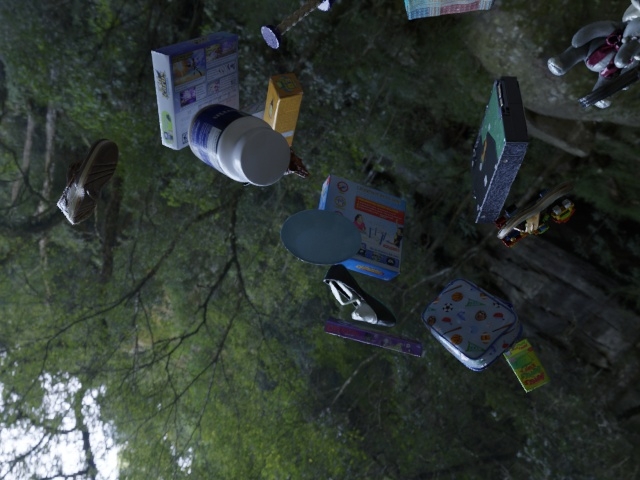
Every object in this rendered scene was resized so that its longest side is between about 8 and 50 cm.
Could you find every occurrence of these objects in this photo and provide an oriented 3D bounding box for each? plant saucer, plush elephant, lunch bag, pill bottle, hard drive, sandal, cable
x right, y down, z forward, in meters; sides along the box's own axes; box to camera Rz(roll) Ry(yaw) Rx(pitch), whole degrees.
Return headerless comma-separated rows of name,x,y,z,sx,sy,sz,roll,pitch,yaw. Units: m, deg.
plant saucer,0.000,0.000,1.142,0.195,0.037,0.194,5,-138,-4
plush elephant,0.992,-0.630,1.562,0.272,0.330,0.255,40,-173,-8
lunch bag,0.507,0.272,1.593,0.303,0.243,0.115,41,172,50
pill bottle,-0.193,-0.224,1.122,0.153,0.153,0.265,-2,-157,-39
hard drive,0.474,-0.233,1.293,0.064,0.338,0.236,2,-123,6
sandal,0.423,-0.049,0.939,0.049,0.180,0.072,51,-139,5
cable,0.696,-0.386,1.023,0.072,0.287,0.139,61,-149,-10

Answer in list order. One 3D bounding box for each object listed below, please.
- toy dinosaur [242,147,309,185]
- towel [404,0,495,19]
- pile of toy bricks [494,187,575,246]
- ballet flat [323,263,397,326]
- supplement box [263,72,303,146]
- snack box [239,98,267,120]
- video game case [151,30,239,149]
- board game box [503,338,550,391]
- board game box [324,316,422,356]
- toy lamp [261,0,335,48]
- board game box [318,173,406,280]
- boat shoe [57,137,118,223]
toy dinosaur,-0.157,-0.288,1.667,0.219,0.164,0.322,-14,-170,-40
towel,0.361,-0.715,1.324,0.272,0.040,0.370,-1,-179,14
pile of toy bricks,0.627,-0.055,1.412,0.105,0.212,0.118,43,-165,-46
ballet flat,0.118,0.198,1.556,0.280,0.095,0.096,43,-121,14
supplement box,-0.110,-0.355,1.343,0.080,0.233,0.078,-18,-110,-18
snack box,-0.223,-0.435,1.678,0.207,0.070,0.174,-12,-150,20
video game case,-0.320,-0.405,1.275,0.061,0.244,0.269,22,-141,19
board game box,0.708,0.431,1.643,0.181,0.092,0.043,54,-168,-22
board game box,0.190,0.350,1.765,0.347,0.056,0.208,14,180,4
toy lamp,-0.050,-0.664,1.391,0.080,0.080,0.275,40,-107,23
board game box,0.139,-0.046,1.686,0.309,0.086,0.301,18,-120,-13
boat shoe,-0.778,-0.210,1.566,0.123,0.342,0.123,41,-149,5
